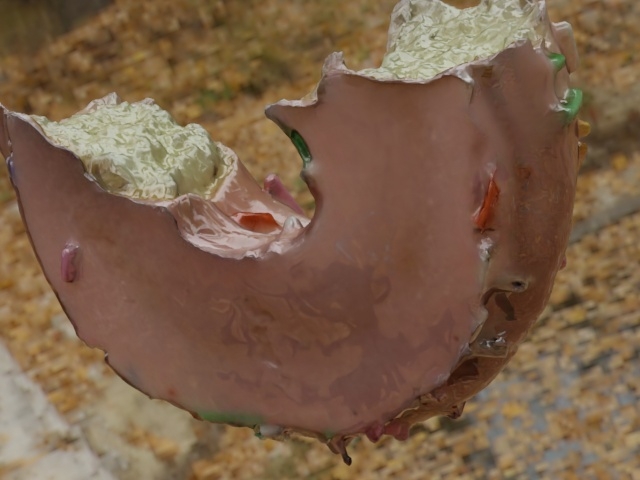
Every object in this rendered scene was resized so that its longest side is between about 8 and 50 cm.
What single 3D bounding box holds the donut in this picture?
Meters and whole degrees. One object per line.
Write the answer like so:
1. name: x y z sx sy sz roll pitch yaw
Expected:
1. donut: 0.000 0.000 0.413 0.166 0.117 0.065 -4 21 32
